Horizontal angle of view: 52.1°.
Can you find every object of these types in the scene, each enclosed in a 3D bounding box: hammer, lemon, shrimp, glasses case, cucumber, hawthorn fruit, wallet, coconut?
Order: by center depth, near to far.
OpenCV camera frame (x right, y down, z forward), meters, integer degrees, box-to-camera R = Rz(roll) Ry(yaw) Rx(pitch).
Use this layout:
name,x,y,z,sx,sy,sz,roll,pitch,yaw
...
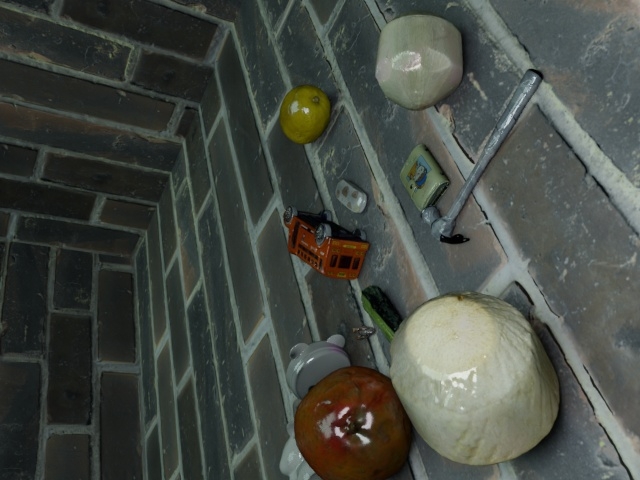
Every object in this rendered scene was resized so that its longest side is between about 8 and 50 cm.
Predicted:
name,x,y,z,sx,sy,sz,roll,pitch,yaw
coconut,0.282,0.255,1.194,0.329,0.329,0.328,-29,57,56
hammer,0.352,-0.180,1.434,0.427,0.044,0.152,-65,32,24
hawthorn fruit,0.081,0.420,1.474,0.298,0.277,0.277,87,-177,-73
coconut,0.230,-0.416,1.560,0.224,0.224,0.234,-9,73,61
wallet,0.251,-0.152,1.613,0.110,0.039,0.155,-59,33,31
cucumber,0.176,0.196,1.626,0.211,0.062,0.078,49,158,48
shrimp,0.110,0.243,1.749,0.029,0.038,0.092,-46,6,-37
glasses case,0.087,-0.130,1.904,0.164,0.041,0.063,46,121,56
lemon,-0.053,-0.408,2.128,0.207,0.170,0.170,130,140,-52

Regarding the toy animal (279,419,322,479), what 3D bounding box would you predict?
name,x,y,z,sx,sy,sz,roll,pitch,yaw
toy animal,-0.027,0.594,1.783,0.193,0.127,0.178,57,133,51

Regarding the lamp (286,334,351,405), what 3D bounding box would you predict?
name,x,y,z,sx,sy,sz,roll,pitch,yaw
lamp,-0.007,0.372,1.786,0.108,0.179,0.246,-134,39,-61

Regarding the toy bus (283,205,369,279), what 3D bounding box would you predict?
name,x,y,z,sx,sy,sz,roll,pitch,yaw
toy bus,0.000,0.000,1.919,0.329,0.143,0.153,34,113,57
